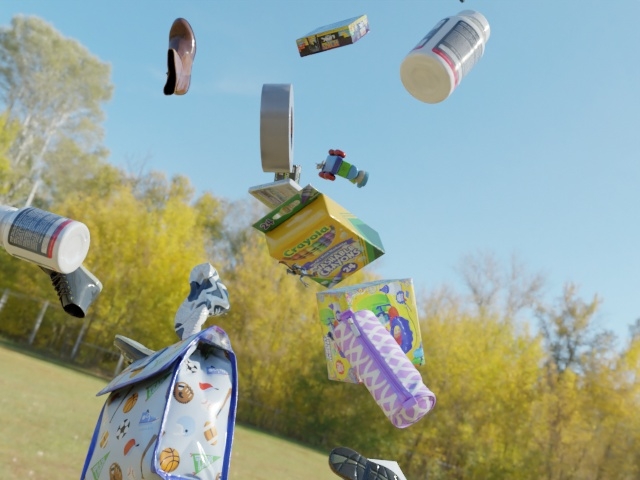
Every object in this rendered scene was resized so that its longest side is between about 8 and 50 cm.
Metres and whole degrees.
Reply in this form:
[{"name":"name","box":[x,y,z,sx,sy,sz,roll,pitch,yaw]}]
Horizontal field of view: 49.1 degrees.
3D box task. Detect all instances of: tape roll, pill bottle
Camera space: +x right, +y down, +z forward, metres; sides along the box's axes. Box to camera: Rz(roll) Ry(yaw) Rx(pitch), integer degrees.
[{"name":"tape roll","box":[-0.105,-0.277,1.731,0.072,0.219,0.219,2,-15,0]},{"name":"pill bottle","box":[0.391,-0.572,2.138,0.176,0.318,0.176,28,-34,21]},{"name":"pill bottle","box":[-0.570,-0.009,1.410,0.180,0.108,0.108,17,-14,12]}]

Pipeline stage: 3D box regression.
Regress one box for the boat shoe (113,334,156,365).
[{"name":"boat shoe","box":[-0.514,0.325,1.960,0.227,0.069,0.081,15,-14,40]}]

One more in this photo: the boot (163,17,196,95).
[{"name":"boot","box":[-0.479,-0.606,2.289,0.096,0.264,0.280,10,10,-3]}]

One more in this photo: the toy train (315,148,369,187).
[{"name":"toy train","box":[0.073,-0.242,2.425,0.143,0.105,0.248,24,2,-14]}]

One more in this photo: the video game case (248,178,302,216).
[{"name":"video game case","box":[-0.103,-0.130,2.317,0.193,0.023,0.212,-8,-32,41]}]

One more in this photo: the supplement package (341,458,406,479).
[{"name":"supplement package","box":[0.127,0.682,1.725,0.149,0.203,0.194,27,25,-48]}]

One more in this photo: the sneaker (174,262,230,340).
[{"name":"sneaker","box":[-0.306,0.194,1.905,0.094,0.235,0.153,-17,-43,21]}]

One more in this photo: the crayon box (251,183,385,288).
[{"name":"crayon box","box":[0.000,0.000,1.863,0.203,0.083,0.323,-34,-40,22]}]

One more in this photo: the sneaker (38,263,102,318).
[{"name":"sneaker","box":[-0.697,0.108,1.895,0.083,0.118,0.222,-32,-60,29]}]

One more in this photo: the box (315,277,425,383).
[{"name":"box","box":[0.162,0.288,2.285,0.279,0.290,0.177,-10,1,-32]}]

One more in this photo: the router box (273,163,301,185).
[{"name":"router box","box":[-0.123,-0.221,2.563,0.092,0.123,0.038,13,11,30]}]

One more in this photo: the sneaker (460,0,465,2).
[{"name":"sneaker","box":[0.358,-0.712,1.947,0.162,0.073,0.063,20,23,-25]}]

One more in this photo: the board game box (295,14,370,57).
[{"name":"board game box","box":[0.034,-0.508,1.737,0.141,0.170,0.048,-7,-67,23]}]

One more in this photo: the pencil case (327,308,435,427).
[{"name":"pencil case","box":[0.098,0.198,1.119,0.206,0.086,0.088,51,-14,36]}]

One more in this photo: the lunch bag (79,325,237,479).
[{"name":"lunch bag","box":[-0.368,0.409,1.635,0.327,0.386,0.239,-27,-49,36]}]

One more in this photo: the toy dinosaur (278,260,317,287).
[{"name":"toy dinosaur","box":[-0.048,0.075,1.790,0.090,0.047,0.082,47,19,32]}]

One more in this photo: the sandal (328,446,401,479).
[{"name":"sandal","box":[0.104,0.544,1.574,0.219,0.090,0.060,31,-45,-8]}]
